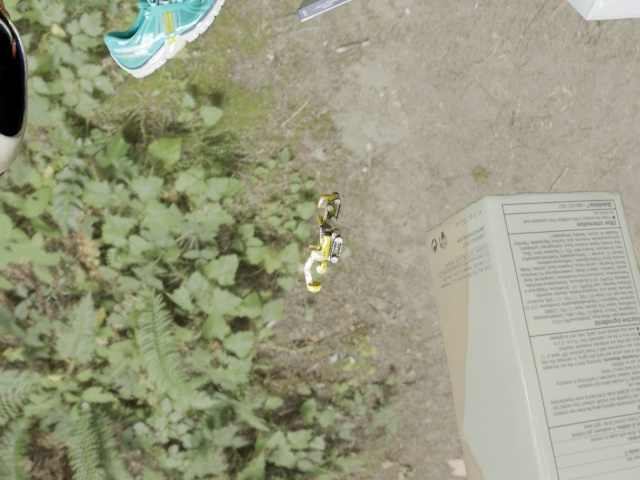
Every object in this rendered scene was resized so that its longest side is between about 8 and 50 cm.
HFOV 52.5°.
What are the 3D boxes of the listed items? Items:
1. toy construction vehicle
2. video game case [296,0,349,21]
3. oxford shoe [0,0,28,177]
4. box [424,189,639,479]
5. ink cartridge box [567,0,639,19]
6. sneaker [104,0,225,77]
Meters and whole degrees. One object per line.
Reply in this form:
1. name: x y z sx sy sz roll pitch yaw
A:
1. toy construction vehicle: 0.000 0.000 0.761 0.035 0.086 0.098 9 116 -9
2. video game case: 0.101 -0.460 1.098 0.274 0.196 0.026 -15 121 21
3. oxford shoe: -0.358 -0.228 0.672 0.130 0.123 0.348 -22 78 35
4. box: 0.201 0.122 0.562 0.148 0.310 0.121 -1 165 -18
5. ink cartridge box: 0.338 -0.336 0.573 0.270 0.198 0.197 -8 139 -15
6. sneaker: -0.271 -0.408 1.173 0.275 0.107 0.110 -36 126 12
